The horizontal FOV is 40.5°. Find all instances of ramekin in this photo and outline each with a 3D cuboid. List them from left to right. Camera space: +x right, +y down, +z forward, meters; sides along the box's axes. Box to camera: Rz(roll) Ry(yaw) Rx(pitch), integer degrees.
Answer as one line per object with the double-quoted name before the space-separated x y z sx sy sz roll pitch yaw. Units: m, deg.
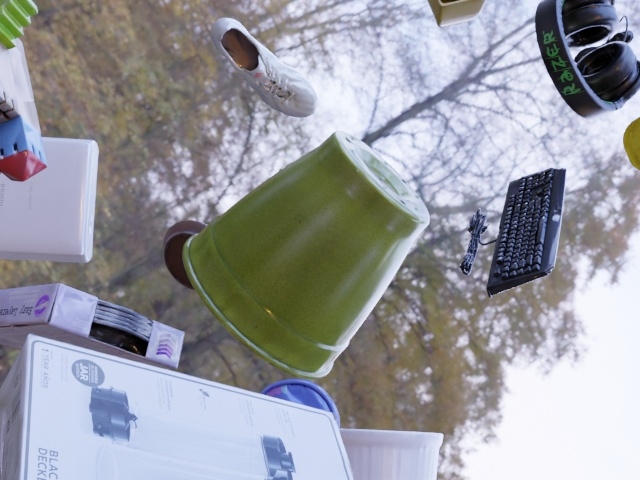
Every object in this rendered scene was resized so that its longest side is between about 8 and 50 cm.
"ramekin" 0.092 0.427 1.646 0.277 0.277 0.135 150 -55 -69

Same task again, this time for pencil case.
"pencil case" -0.040 0.269 1.294 0.306 0.133 0.119 93 -25 -79

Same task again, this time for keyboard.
"keyboard" 0.325 -0.016 1.508 0.201 0.317 0.033 -25 -66 34

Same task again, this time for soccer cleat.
"soccer cleat" -0.080 -0.239 1.241 0.196 0.068 0.076 40 11 -23

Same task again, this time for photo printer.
"photo printer" -0.619 -0.088 1.771 0.107 0.307 0.256 131 -38 -85

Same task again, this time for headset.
"headset" 0.503 -0.358 1.663 0.185 0.394 0.243 -21 -86 42

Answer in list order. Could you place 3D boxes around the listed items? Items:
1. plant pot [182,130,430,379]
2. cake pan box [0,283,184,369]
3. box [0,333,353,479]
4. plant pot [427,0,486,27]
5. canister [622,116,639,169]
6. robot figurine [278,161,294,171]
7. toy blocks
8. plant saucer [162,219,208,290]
"plant pot" 0.000 0.000 1.596 0.366 0.353 0.366 39 16 -14
"cake pan box" -0.381 0.141 1.336 0.267 0.070 0.245 -8 -25 41
"box" -0.109 0.193 0.686 0.087 0.290 0.169 -56 -148 25
"plant pot" 0.206 -0.380 1.358 0.083 0.081 0.081 95 -20 -67
"canister" 0.488 -0.137 1.116 0.126 0.170 0.073 -31 -109 44
"robot figurine" -0.066 -0.127 1.955 0.067 0.115 0.101 31 -2 39
"toy blocks" -0.486 -0.108 1.028 0.191 0.381 0.261 61 9 -67
"plant saucer" -0.261 0.040 1.802 0.168 0.029 0.168 10 -62 19
